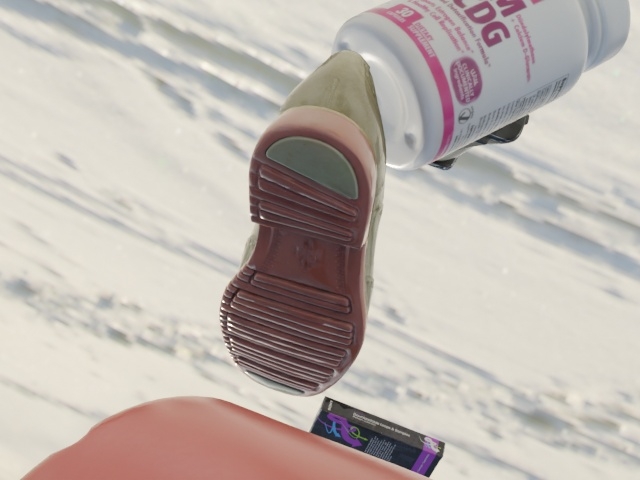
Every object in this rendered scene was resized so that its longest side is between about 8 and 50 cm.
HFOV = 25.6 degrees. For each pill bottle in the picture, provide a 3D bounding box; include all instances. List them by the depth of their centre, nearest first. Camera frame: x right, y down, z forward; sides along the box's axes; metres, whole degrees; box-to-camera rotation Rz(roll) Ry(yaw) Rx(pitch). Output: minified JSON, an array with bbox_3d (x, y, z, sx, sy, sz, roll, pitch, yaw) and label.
[{"bbox_3d":[0.165,-0.194,1.415,0.160,0.283,0.160,41,146,36],"label":"pill bottle"}]

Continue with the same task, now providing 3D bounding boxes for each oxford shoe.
[{"bbox_3d":[0.000,0.000,1.315,0.140,0.146,0.397,20,139,3],"label":"oxford shoe"}]

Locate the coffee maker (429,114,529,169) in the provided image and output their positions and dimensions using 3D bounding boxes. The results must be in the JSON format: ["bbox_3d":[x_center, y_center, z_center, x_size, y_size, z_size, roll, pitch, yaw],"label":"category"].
[{"bbox_3d":[0.153,-0.160,1.821,0.171,0.120,0.178,-8,175,-24],"label":"coffee maker"}]

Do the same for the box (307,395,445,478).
[{"bbox_3d":[0.060,0.264,1.752,0.162,0.029,0.116,21,132,-4],"label":"box"}]

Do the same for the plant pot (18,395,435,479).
[{"bbox_3d":[-0.003,0.194,0.512,0.243,0.275,0.275,29,168,36],"label":"plant pot"}]
